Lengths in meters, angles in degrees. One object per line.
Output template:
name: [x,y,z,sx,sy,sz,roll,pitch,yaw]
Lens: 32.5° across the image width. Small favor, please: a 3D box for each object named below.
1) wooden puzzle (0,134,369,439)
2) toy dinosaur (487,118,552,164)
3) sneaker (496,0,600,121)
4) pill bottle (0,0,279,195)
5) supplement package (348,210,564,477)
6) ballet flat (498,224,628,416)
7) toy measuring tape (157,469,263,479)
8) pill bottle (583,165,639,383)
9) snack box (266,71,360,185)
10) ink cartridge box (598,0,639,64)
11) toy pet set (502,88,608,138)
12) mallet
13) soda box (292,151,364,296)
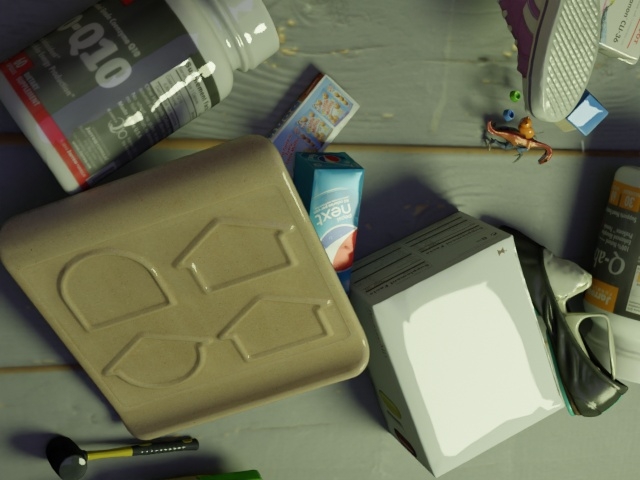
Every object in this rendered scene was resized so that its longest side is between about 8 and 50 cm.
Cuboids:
wooden puzzle: [-0.144,0.056,1.253,0.322,0.080,0.347,-18,127,8]
toy dinosaur: [0.261,-0.124,1.435,0.082,0.090,0.047,15,94,19]
sneaker: [0.253,-0.285,1.341,0.102,0.161,0.282,7,90,-45]
pill bottle: [-0.198,-0.188,1.190,0.283,0.161,0.161,-35,113,-10]
supplement package: [0.165,0.131,1.423,0.204,0.145,0.261,-26,111,-13]
ballet flat: [0.328,0.095,1.459,0.096,0.095,0.280,-25,86,19]
toy measuring tape: [-0.201,0.361,1.365,0.330,0.121,0.121,-5,106,-11]
pill bottle: [0.453,0.047,1.502,0.162,0.162,0.278,8,100,-23]
snack box: [-0.030,-0.118,1.349,0.064,0.022,0.178,40,88,-25]
ink cartridge box: [0.372,-0.310,1.430,0.198,0.067,0.115,17,97,-24]
toy pet set: [0.311,-0.183,1.417,0.114,0.065,0.122,36,62,-28]
mallet: [-0.238,0.263,1.347,0.190,0.062,0.039,1,104,-22]
soda box: [0.000,0.000,1.351,0.067,0.071,0.210,-2,112,-21]
